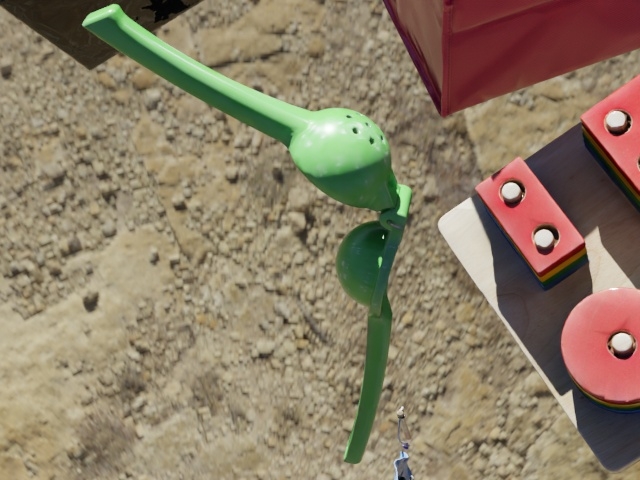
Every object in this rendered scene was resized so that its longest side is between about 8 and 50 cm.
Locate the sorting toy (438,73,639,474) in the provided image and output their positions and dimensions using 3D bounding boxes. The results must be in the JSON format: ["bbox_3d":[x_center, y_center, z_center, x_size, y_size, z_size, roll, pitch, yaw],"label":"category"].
[{"bbox_3d":[0.259,0.005,0.896,0.257,0.089,0.255,-35,67,5],"label":"sorting toy"}]

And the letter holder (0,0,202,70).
[{"bbox_3d":[-0.143,-0.327,0.959,0.302,0.152,0.214,-29,69,11],"label":"letter holder"}]

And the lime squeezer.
[{"bbox_3d":[0.000,0.000,0.605,0.110,0.310,0.059,-25,27,6],"label":"lime squeezer"}]

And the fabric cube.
[{"bbox_3d":[0.182,-0.313,1.029,0.258,0.259,0.254,-18,63,-5],"label":"fabric cube"}]

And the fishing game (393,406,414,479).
[{"bbox_3d":[0.105,0.343,1.368,0.041,0.189,0.264,0,67,10],"label":"fishing game"}]
